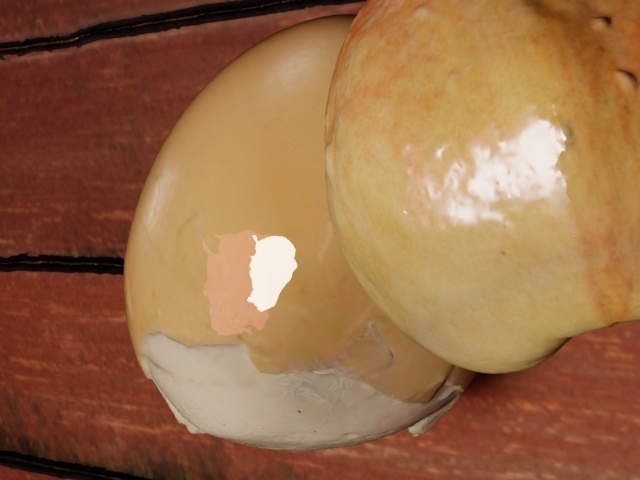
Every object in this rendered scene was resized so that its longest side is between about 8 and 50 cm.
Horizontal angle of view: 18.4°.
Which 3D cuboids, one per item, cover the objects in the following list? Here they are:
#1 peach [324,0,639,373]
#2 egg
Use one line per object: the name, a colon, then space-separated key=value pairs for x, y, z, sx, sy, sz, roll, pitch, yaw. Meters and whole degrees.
peach: x=0.101 y=-0.061 z=0.869 sx=0.232 sy=0.232 sz=0.232 roll=25 pitch=123 yaw=46
egg: x=0.000 y=0.000 z=1.043 sx=0.201 sy=0.201 sz=0.244 roll=30 pitch=115 yaw=43
